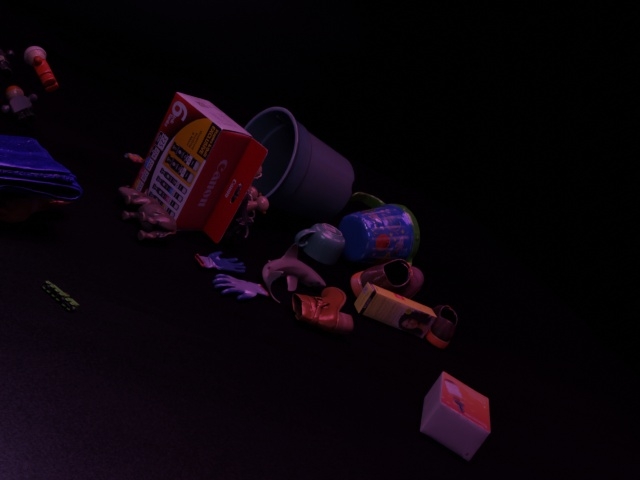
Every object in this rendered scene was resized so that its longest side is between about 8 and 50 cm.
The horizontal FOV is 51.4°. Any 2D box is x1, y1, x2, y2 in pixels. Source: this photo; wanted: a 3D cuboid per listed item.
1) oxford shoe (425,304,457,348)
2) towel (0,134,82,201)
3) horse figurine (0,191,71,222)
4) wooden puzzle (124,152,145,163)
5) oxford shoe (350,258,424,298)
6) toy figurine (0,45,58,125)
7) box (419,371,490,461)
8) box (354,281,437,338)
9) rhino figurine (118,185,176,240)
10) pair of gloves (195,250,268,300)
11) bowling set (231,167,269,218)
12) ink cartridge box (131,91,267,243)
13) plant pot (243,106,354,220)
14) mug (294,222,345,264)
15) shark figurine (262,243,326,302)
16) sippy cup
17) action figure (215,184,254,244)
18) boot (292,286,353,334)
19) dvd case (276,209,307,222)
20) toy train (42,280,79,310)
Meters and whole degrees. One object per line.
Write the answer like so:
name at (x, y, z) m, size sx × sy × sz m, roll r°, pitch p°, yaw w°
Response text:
oxford shoe at (0.393, 0.248, 2.077) m, size 0.097 × 0.098 × 0.271 m, roll 31°, pitch 17°, yaw 1°
towel at (-0.658, -0.168, 1.393) m, size 0.228 × 0.076 × 0.308 m, roll 7°, pitch 15°, yaw -43°
horse figurine at (-0.648, -0.091, 1.396) m, size 0.175 × 0.066 × 0.263 m, roll 25°, pitch 15°, yaw 3°
wooden puzzle at (-0.573, -0.255, 2.066) m, size 0.049 × 0.006 × 0.083 m, roll 40°, pitch 20°, yaw 29°
oxford shoe at (0.248, 0.124, 2.074) m, size 0.364 × 0.133 × 0.129 m, roll -6°, pitch 69°, yaw -55°
toy figurine at (-0.838, -0.429, 1.776) m, size 0.213 × 0.209 × 0.148 m, roll -2°, pitch 53°, yaw -54°
box at (0.312, 0.402, 1.535) m, size 0.130 × 0.091 × 0.170 m, roll 31°, pitch 17°, yaw 3°
box at (0.220, 0.205, 1.942) m, size 0.232 × 0.087 × 0.058 m, roll 22°, pitch 19°, yaw -21°
rhino figurine at (-0.442, -0.075, 1.672) m, size 0.106 × 0.073 × 0.243 m, roll 7°, pitch 27°, yaw -43°
pair of gloves at (-0.225, 0.087, 1.656) m, size 0.159 × 0.023 × 0.198 m, roll 11°, pitch 26°, yaw -51°
bowling set at (-0.256, -0.197, 2.085) m, size 0.154 × 0.286 × 0.200 m, roll -11°, pitch -4°, yaw -4°
ink cartridge box at (-0.326, -0.187, 1.768) m, size 0.272 × 0.309 × 0.130 m, roll 39°, pitch 20°, yaw 28°
plant pot at (-0.083, -0.232, 2.269) m, size 0.334 × 0.341 × 0.341 m, roll 21°, pitch 19°, yaw -43°
mug at (0.008, 0.005, 2.133) m, size 0.129 × 0.097 × 0.158 m, roll 37°, pitch 18°, yaw 21°
shark figurine at (-0.095, 0.065, 1.783) m, size 0.166 × 0.116 × 0.278 m, roll 36°, pitch 16°, yaw 21°
sippy cup at (0.183, -0.012, 2.291) m, size 0.224 × 0.239 × 0.305 m, roll -2°, pitch 25°, yaw -42°
action figure at (-0.262, -0.095, 1.882) m, size 0.276 × 0.164 × 0.141 m, roll 34°, pitch 22°, yaw 29°
boot at (-0.007, 0.163, 1.721) m, size 0.153 × 0.072 × 0.197 m, roll 18°, pitch 18°, yaw -24°
dvd case at (-0.112, -0.104, 2.382) m, size 0.120 × 0.013 × 0.087 m, roll 20°, pitch 20°, yaw -31°
toy train at (-0.476, 0.101, 1.219) m, size 0.083 × 0.017 × 0.024 m, roll 36°, pitch 8°, yaw 17°
